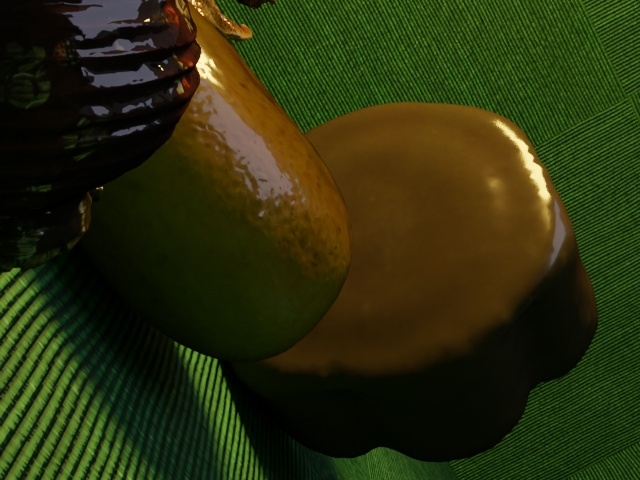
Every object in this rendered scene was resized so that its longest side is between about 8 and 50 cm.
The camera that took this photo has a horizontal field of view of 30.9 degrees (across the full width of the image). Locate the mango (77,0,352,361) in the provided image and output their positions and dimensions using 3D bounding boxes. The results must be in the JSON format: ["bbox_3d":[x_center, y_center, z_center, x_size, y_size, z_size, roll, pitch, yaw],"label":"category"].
[{"bbox_3d":[-0.148,-0.086,1.027,0.445,0.220,0.301,49,15,-22],"label":"mango"}]

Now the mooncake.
[{"bbox_3d":[0.095,0.054,1.418,0.467,0.467,0.262,-114,180,-45],"label":"mooncake"}]

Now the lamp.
[{"bbox_3d":[-0.185,-0.103,0.645,0.247,0.247,0.247,61,5,-8],"label":"lamp"}]

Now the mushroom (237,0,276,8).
[{"bbox_3d":[-0.223,-0.450,1.292,0.331,0.356,0.334,83,-8,-56],"label":"mushroom"}]

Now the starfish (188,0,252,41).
[{"bbox_3d":[-0.245,-0.359,1.664,0.375,0.094,0.327,19,16,-34],"label":"starfish"}]

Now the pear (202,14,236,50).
[{"bbox_3d":[-0.187,-0.188,1.368,0.198,0.198,0.198,61,5,-8],"label":"pear"}]
